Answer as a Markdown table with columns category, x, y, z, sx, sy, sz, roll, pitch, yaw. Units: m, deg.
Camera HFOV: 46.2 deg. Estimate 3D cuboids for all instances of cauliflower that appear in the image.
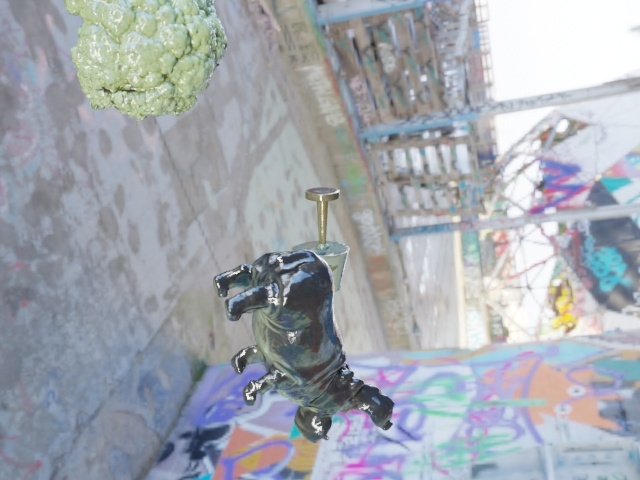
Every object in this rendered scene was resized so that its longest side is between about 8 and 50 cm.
| category | x | y | z | sx | sy | sz | roll | pitch | yaw |
| --- | --- | --- | --- | --- | --- | --- | --- | --- | --- |
| cauliflower | -0.286 | -0.318 | 1.174 | 0.275 | 0.250 | 0.272 | -31 | 105 | -40 |

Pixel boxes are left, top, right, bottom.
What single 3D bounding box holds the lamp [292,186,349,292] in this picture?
| category | x | y | z | sx | sy | sz | roll | pitch | yaw |
| --- | --- | --- | --- | --- | --- | --- | --- | --- | --- |
| lamp | 0.000 | 0.000 | 1.571 | 0.121 | 0.121 | 0.215 | -53 | 145 | -69 |

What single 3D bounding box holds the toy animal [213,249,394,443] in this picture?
| category | x | y | z | sx | sy | sz | roll | pitch | yaw |
| --- | --- | --- | --- | --- | --- | --- | --- | --- | --- |
| toy animal | -0.025 | 0.154 | 0.969 | 0.106 | 0.168 | 0.343 | 56 | -7 | 52 |
